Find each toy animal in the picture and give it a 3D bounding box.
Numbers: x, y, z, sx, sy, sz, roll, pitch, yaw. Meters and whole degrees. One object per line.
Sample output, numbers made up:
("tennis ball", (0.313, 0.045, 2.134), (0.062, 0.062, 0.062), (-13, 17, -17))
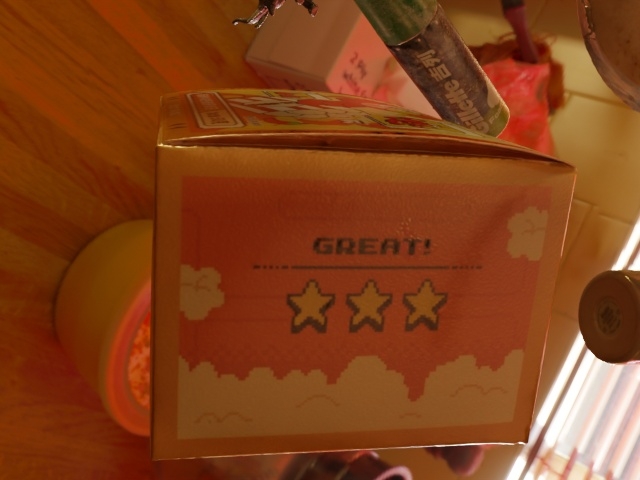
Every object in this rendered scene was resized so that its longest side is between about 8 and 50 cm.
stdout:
("toy animal", (-0.065, -0.527, 1.436), (0.270, 0.137, 0.082), (-50, 156, 14))

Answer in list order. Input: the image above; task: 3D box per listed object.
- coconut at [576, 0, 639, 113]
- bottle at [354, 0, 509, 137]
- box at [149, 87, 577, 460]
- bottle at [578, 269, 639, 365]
("coconut", (0.421, -0.258, 0.668), (0.323, 0.322, 0.323), (-35, 137, -40))
("bottle", (0.162, -0.269, 0.995), (0.330, 0.093, 0.093), (41, 75, -37))
("box", (0.000, 0.000, 0.537), (0.259, 0.283, 0.214), (3, 105, -14))
("bottle", (0.384, 0.074, 0.724), (0.209, 0.110, 0.097), (2, 159, -19))
